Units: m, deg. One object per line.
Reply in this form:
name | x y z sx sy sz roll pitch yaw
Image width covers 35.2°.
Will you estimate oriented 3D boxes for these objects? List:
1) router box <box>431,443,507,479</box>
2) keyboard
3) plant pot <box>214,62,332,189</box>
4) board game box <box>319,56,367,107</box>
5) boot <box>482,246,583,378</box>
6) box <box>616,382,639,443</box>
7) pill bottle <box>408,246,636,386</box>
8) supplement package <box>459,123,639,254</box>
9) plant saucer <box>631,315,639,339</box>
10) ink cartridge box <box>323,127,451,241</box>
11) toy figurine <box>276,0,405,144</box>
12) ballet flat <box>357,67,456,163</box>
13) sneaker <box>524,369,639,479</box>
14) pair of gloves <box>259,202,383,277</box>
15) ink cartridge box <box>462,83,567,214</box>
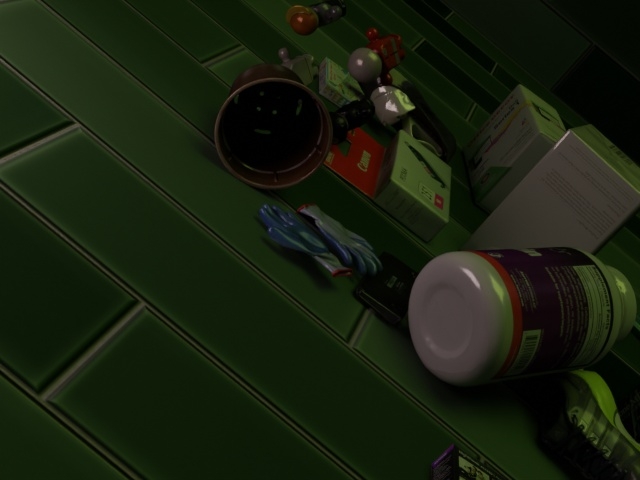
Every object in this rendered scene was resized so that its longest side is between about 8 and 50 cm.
router box | 0.207 0.328 1.141 0.179 0.046 0.133 36 24 -9
keyboard | 0.113 0.077 1.471 0.108 0.023 0.180 35 24 4
plant pot | -0.075 -0.182 1.493 0.167 0.167 0.165 31 17 -19
board game box | 0.046 -0.305 2.023 0.103 0.026 0.154 33 25 -16
boot | 0.335 0.131 1.635 0.123 0.095 0.258 25 36 -43
box | 0.595 0.296 1.398 0.179 0.343 0.312 29 26 -22
pill bottle | 0.292 0.100 1.414 0.323 0.181 0.181 -2 45 -37
supplement package | 0.423 -0.038 1.780 0.177 0.293 0.175 46 25 12
plant saucer | 0.654 0.177 2.088 0.192 0.018 0.067 48 25 16
ink cartridge box | 0.125 -0.137 1.811 0.239 0.060 0.275 37 24 -9
toy figurine | 0.017 -0.298 1.750 0.209 0.213 0.148 38 38 10
ballet flat | 0.174 -0.248 2.006 0.280 0.095 0.096 40 37 -22
sneaker | 0.375 0.293 1.402 0.121 0.111 0.300 13 29 -28
pair of gloves | 0.000 0.000 1.420 0.159 0.023 0.198 41 23 22
ink cartridge box | 0.416 -0.181 2.131 0.117 0.201 0.278 33 25 -16
